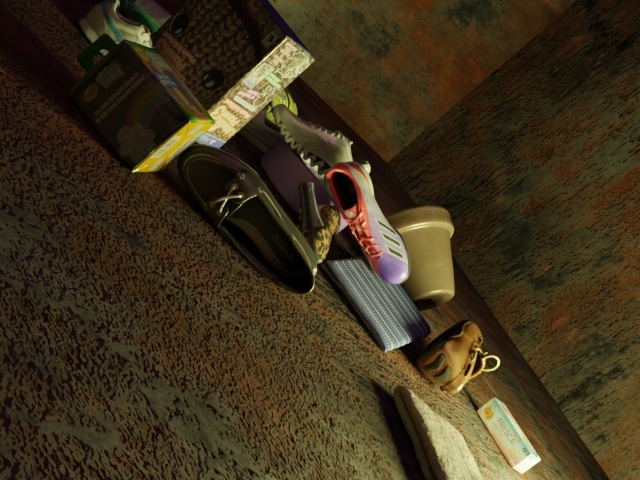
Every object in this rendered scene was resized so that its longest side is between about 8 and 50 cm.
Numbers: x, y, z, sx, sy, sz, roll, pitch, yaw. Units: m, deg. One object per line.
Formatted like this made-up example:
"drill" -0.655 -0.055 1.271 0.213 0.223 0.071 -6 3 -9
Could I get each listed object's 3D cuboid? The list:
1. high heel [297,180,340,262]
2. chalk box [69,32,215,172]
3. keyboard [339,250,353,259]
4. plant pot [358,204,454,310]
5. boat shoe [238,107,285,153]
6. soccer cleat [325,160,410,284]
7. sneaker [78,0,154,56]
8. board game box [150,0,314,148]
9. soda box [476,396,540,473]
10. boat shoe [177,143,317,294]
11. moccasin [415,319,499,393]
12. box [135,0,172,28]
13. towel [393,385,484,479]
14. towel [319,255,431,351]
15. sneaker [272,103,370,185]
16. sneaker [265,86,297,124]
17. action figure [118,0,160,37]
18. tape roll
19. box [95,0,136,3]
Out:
"high heel" 0.000 0.000 1.986 0.261 0.093 0.186 56 24 -64
"chalk box" -0.298 -0.230 1.395 0.213 0.132 0.132 52 12 3
"keyboard" 0.111 0.102 2.131 0.180 0.023 0.108 50 17 -5
"plant pot" 0.252 0.063 2.326 0.263 0.263 0.229 28 44 -61
"boat shoe" -0.176 -0.309 2.192 0.267 0.088 0.096 40 16 -41
"soccer cleat" 0.104 -0.037 2.026 0.116 0.109 0.318 -12 76 -61
"sneaker" -0.359 -0.365 1.691 0.228 0.092 0.087 47 10 -19
"board game box" -0.204 -0.377 1.801 0.232 0.291 0.141 54 13 21
"soda box" 0.461 0.478 2.140 0.058 0.063 0.183 37 17 -45
"boat shoe" -0.115 -0.033 1.506 0.335 0.112 0.095 48 7 -27
"moccasin" 0.342 0.286 2.117 0.147 0.139 0.380 52 12 7
"box" -0.389 -0.529 2.123 0.186 0.038 0.145 39 19 -10
"towel" 0.229 0.396 1.586 0.187 0.049 0.282 43 13 -30
"towel" 0.135 0.141 2.017 0.243 0.040 0.336 54 20 14
"sneaker" 0.002 -0.236 2.122 0.292 0.118 0.110 44 15 -19
"sneaker" -0.164 -0.374 2.348 0.385 0.145 0.147 38 32 -63
"action figure" -0.386 -0.464 1.968 0.232 0.063 0.137 47 13 -31
"tape roll" -0.028 -0.137 2.203 0.275 0.090 0.275 48 12 -14
"box" -0.537 -0.730 1.881 0.395 0.212 0.293 51 12 4
